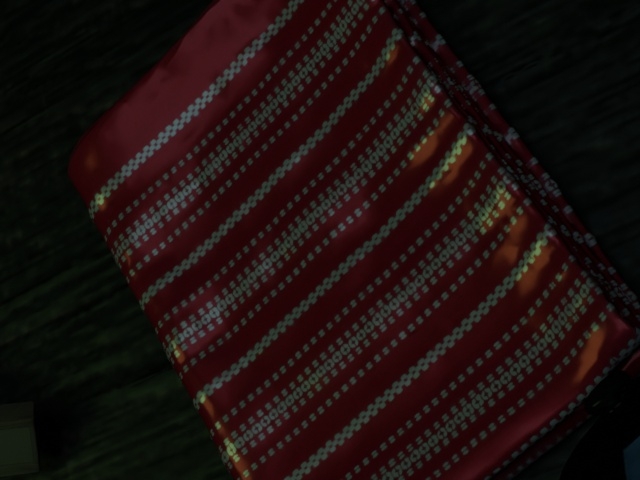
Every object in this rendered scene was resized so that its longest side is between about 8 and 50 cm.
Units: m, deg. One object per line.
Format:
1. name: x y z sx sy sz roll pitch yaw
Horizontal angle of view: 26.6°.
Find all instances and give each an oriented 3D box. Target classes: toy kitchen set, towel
1. toy kitchen set: -0.184 0.100 0.705 0.083 0.075 0.068 -111 18 -59
2. towel: 0.000 0.000 0.608 0.199 0.031 0.275 -42 61 18

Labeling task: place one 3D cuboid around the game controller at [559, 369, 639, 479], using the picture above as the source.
1. game controller: 0.130 0.057 0.361 0.067 0.319 0.166 36 102 3
